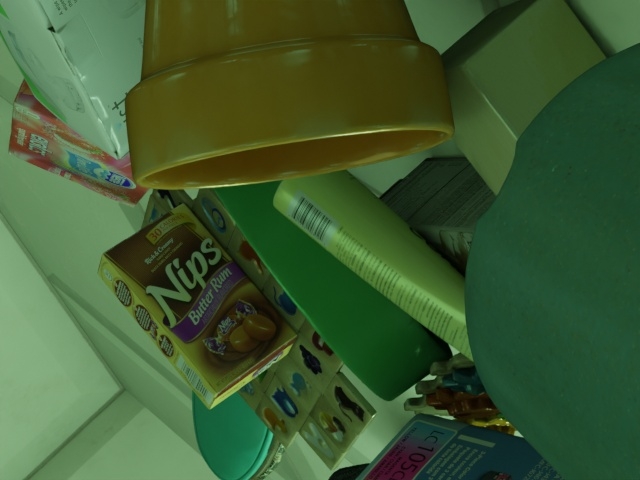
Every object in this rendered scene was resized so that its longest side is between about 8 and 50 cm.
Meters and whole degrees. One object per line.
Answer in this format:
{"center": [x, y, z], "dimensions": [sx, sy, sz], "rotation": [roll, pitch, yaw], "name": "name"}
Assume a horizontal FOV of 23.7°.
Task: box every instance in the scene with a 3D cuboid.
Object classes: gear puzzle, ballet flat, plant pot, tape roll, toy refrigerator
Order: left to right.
{"center": [-0.066, 0.108, 1.833], "dimensions": [0.164, 0.182, 0.482], "rotation": [35, 146, 31], "name": "ballet flat"}
{"center": [-0.030, -0.142, 0.965], "dimensions": [0.205, 0.205, 0.188], "rotation": [160, 102, -73], "name": "plant pot"}
{"center": [0.000, 0.000, 1.422], "dimensions": [0.321, 0.077, 0.321], "rotation": [53, -175, -7], "name": "tape roll"}
{"center": [0.171, 0.158, 1.423], "dimensions": [0.339, 0.176, 0.044], "rotation": [107, 159, -72], "name": "gear puzzle"}
{"center": [0.190, -0.035, 1.029], "dimensions": [0.269, 0.094, 0.102], "rotation": [52, 167, -9], "name": "toy refrigerator"}
{"center": [0.258, 0.060, 0.712], "dimensions": [0.341, 0.341, 0.334], "rotation": [57, 170, -31], "name": "plant pot"}

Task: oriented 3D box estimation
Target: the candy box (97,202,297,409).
{"center": [-0.126, 0.065, 1.542], "dimensions": [0.186, 0.109, 0.053], "rotation": [48, 151, 13], "name": "candy box"}

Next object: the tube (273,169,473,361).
{"center": [0.069, 0.024, 1.191], "dimensions": [0.240, 0.062, 0.070], "rotation": [41, -157, 15], "name": "tube"}

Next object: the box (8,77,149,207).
{"center": [-0.206, -0.138, 1.482], "dimensions": [0.154, 0.142, 0.300], "rotation": [24, 170, -10], "name": "box"}

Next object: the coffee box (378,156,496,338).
{"center": [0.147, 0.012, 1.231], "dimensions": [0.141, 0.098, 0.246], "rotation": [53, 163, -16], "name": "coffee box"}

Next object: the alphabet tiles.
{"center": [-0.075, 0.086, 1.616], "dimensions": [0.342, 0.011, 0.285], "rotation": [48, 151, 13], "name": "alphabet tiles"}

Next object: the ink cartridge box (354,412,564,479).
{"center": [0.230, 0.313, 1.281], "dimensions": [0.395, 0.151, 0.270], "rotation": [10, 140, 53], "name": "ink cartridge box"}

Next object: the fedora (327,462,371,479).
{"center": [0.096, 0.366, 2.029], "dimensions": [0.334, 0.334, 0.152], "rotation": [118, 138, -73], "name": "fedora"}

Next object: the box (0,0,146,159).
{"center": [-0.146, -0.234, 1.157], "dimensions": [0.127, 0.231, 0.262], "rotation": [36, 162, 32], "name": "box"}
